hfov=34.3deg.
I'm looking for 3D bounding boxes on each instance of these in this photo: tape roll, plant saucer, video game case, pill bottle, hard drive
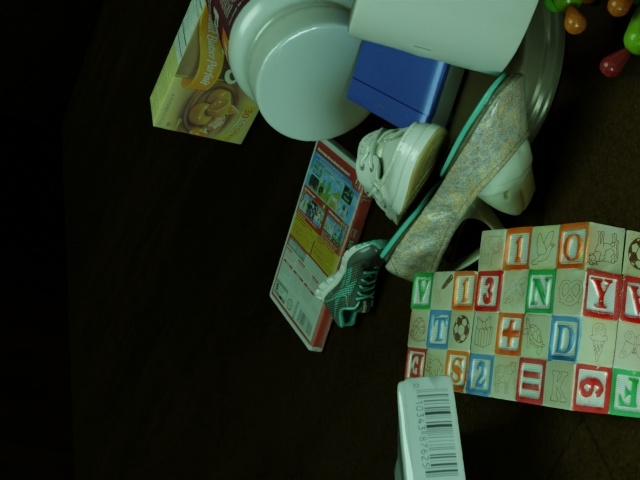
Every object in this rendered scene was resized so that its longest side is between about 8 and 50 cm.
[{"bbox_3d":[0.137,-0.311,1.066,0.246,0.169,0.246,-165,90,-87],"label":"tape roll"},{"bbox_3d":[0.192,-0.206,1.253,0.278,0.041,0.277,-31,54,58],"label":"plant saucer"},{"bbox_3d":[0.000,0.000,1.594,0.204,0.025,0.285,47,124,60],"label":"video game case"},{"bbox_3d":[-0.046,-0.332,1.579,0.224,0.224,0.392,-64,29,30],"label":"pill bottle"},{"bbox_3d":[0.135,-0.304,1.298,0.210,0.040,0.318,41,118,57],"label":"hard drive"}]

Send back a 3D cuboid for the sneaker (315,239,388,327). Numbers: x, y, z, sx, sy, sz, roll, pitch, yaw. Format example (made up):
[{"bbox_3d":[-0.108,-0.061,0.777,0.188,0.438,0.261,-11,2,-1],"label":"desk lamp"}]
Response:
[{"bbox_3d":[0.056,0.061,1.433,0.166,0.065,0.076,-55,51,47],"label":"sneaker"}]

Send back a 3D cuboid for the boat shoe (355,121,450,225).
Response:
[{"bbox_3d":[0.084,-0.088,1.236,0.098,0.096,0.277,-52,-6,-11],"label":"boat shoe"}]

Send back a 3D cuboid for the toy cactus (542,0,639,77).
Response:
[{"bbox_3d":[0.301,-0.276,1.012,0.180,0.112,0.219,-38,42,29],"label":"toy cactus"}]

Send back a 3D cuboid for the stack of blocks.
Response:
[{"bbox_3d":[0.204,0.078,1.065,0.297,0.087,0.171,-7,75,64],"label":"stack of blocks"}]

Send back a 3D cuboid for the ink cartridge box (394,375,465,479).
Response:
[{"bbox_3d":[0.125,0.341,1.103,0.307,0.072,0.303,78,-174,-61],"label":"ink cartridge box"}]

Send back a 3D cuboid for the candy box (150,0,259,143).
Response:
[{"bbox_3d":[-0.175,-0.328,1.894,0.316,0.183,0.087,-57,34,39],"label":"candy box"}]

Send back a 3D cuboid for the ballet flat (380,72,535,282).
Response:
[{"bbox_3d":[0.176,-0.052,1.163,0.107,0.106,0.316,-46,-10,-42],"label":"ballet flat"}]
